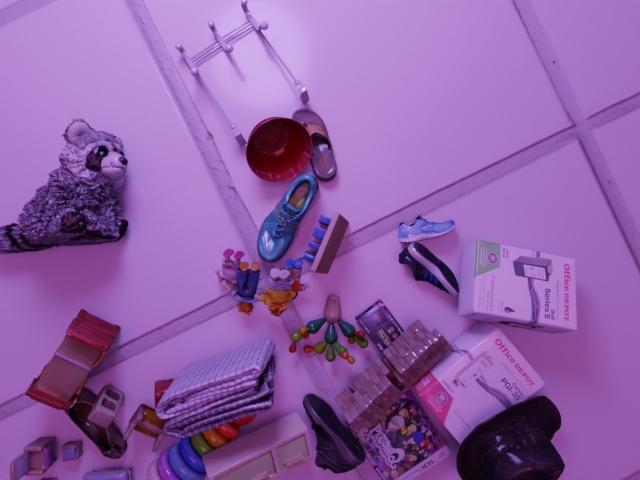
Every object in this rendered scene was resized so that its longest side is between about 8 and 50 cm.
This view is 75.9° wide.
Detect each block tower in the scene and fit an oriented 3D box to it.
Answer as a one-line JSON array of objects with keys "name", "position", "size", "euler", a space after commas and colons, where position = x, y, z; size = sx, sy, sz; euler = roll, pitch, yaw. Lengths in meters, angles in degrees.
[{"name": "block tower", "position": [0.199, 0.363, 1.125], "size": [0.335, 0.097, 0.091], "euler": [-43, 130, 1]}]

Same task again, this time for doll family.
[{"name": "doll family", "position": [-0.167, 0.133, 1.103], "size": [0.263, 0.118, 0.163], "euler": [10, 128, -1]}]

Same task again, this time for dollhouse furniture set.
[{"name": "dollhouse furniture set", "position": [-0.644, 0.695, 1.076], "size": [0.303, 0.198, 0.286], "euler": [-2, 91, -2]}, {"name": "dollhouse furniture set", "position": [-0.549, 0.380, 1.121], "size": [0.374, 0.152, 0.201], "euler": [35, 89, -19]}]

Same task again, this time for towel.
[{"name": "towel", "position": [-0.248, 0.376, 1.063], "size": [0.284, 0.235, 0.121], "euler": [-19, 95, 0]}]

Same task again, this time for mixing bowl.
[{"name": "mixing bowl", "position": [-0.123, -0.259, 1.108], "size": [0.181, 0.098, 0.181], "euler": [-13, 129, -17]}]

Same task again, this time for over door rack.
[{"name": "over door rack", "position": [-0.212, -0.462, 1.110], "size": [0.239, 0.108, 0.324], "euler": [-33, 88, 0]}]

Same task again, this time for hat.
[{"name": "hat", "position": [0.527, 0.566, 1.063], "size": [0.331, 0.134, 0.331], "euler": [-7, 114, -17]}]

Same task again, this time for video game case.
[{"name": "video game case", "position": [0.222, 0.562, 1.168], "size": [0.210, 0.042, 0.232], "euler": [-33, 91, 0]}]

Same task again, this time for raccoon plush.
[{"name": "raccoon plush", "position": [-0.707, -0.139, 1.072], "size": [0.446, 0.216, 0.299], "euler": [-7, 83, -1]}]

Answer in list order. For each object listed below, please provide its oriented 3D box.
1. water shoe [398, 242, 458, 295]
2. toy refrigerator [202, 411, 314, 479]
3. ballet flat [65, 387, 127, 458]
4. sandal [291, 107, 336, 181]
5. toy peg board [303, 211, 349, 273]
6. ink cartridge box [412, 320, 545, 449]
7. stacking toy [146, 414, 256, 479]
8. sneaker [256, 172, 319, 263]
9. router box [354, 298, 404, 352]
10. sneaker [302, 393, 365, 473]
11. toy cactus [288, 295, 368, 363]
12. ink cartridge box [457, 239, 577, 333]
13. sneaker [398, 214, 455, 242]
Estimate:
[{"name": "water shoe", "position": [0.306, 0.088, 1.161], "size": [0.203, 0.073, 0.080], "euler": [44, 127, -11]}, {"name": "toy refrigerator", "position": [-0.159, 0.572, 1.081], "size": [0.270, 0.094, 0.102], "euler": [-17, 107, -23]}, {"name": "ballet flat", "position": [-0.637, 0.510, 1.143], "size": [0.084, 0.058, 0.250], "euler": [-38, 91, -1]}, {"name": "sandal", "position": [-0.014, -0.271, 1.143], "size": [0.090, 0.060, 0.219], "euler": [-18, 86, -1]}, {"name": "toy peg board", "position": [0.000, 0.000, 1.107], "size": [0.079, 0.160, 0.161], "euler": [22, 90, 14]}, {"name": "ink cartridge box", "position": [0.425, 0.388, 1.133], "size": [0.283, 0.117, 0.207], "euler": [-40, 91, 0]}, {"name": "stacking toy", "position": [-0.307, 0.546, 1.123], "size": [0.141, 0.141, 0.330], "euler": [44, 84, -1]}, {"name": "sneaker", "position": [-0.095, -0.067, 1.122], "size": [0.107, 0.110, 0.275], "euler": [28, 91, -1]}, {"name": "router box", "position": [0.170, 0.242, 1.165], "size": [0.092, 0.038, 0.122], "euler": [-37, 91, 0]}, {"name": "sneaker", "position": [0.007, 0.545, 1.140], "size": [0.227, 0.087, 0.130], "euler": [48, 110, 12]}, {"name": "toy cactus", "position": [0.026, 0.246, 1.141], "size": [0.219, 0.112, 0.180], "euler": [3, 81, 7]}, {"name": "ink cartridge box", "position": [0.529, 0.128, 1.110], "size": [0.273, 0.115, 0.198], "euler": [10, 73, -1]}, {"name": "sneaker", "position": [0.298, -0.040, 1.154], "size": [0.162, 0.063, 0.073], "euler": [-12, 88, -1]}]
